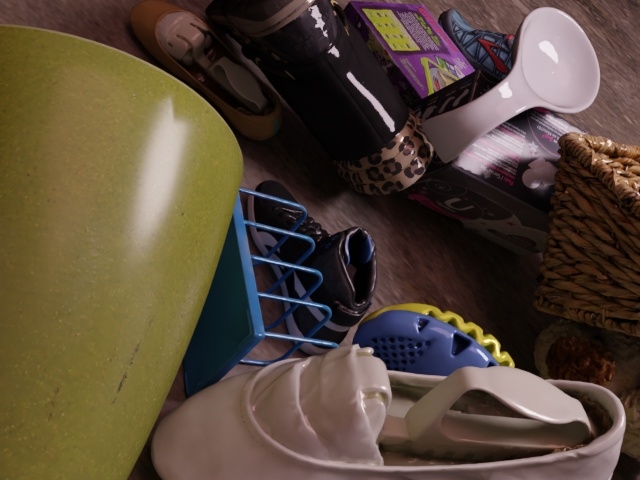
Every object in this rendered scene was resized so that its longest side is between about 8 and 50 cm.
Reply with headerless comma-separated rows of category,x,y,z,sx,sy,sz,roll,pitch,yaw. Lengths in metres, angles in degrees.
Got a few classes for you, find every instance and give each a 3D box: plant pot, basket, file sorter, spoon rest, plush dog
plant pot,-0.203,0.060,0.540,0.274,0.275,0.294,19,59,-26
basket,0.429,-0.003,0.946,0.299,0.213,0.223,6,94,-37
file sorter,-0.062,0.051,0.752,0.104,0.118,0.170,14,47,-33
spoon rest,0.244,-0.185,0.953,0.276,0.084,0.137,-36,98,-27
plush dog,0.364,0.178,0.978,0.225,0.211,0.262,32,9,10

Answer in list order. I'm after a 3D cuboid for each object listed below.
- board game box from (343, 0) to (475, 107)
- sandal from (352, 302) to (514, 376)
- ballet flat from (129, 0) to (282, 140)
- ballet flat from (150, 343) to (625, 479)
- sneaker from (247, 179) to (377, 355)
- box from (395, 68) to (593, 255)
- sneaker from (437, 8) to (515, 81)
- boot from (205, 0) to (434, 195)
board game box,0.194,-0.248,1.300,0.208,0.056,0.347,-16,66,-42
sandal,0.153,0.194,0.795,0.317,0.126,0.138,43,44,-1
ballet flat,-0.131,-0.218,0.962,0.232,0.073,0.080,41,73,-2
ballet flat,0.069,0.145,0.659,0.400,0.139,0.139,7,48,-13
sneaker,0.000,0.000,0.846,0.079,0.121,0.217,4,53,-40
box,0.242,-0.091,1.075,0.247,0.163,0.142,25,72,-21
sneaker,0.322,-0.329,1.416,0.262,0.125,0.104,47,39,6
boot,-0.002,-0.219,1.021,0.284,0.138,0.377,51,1,-21
